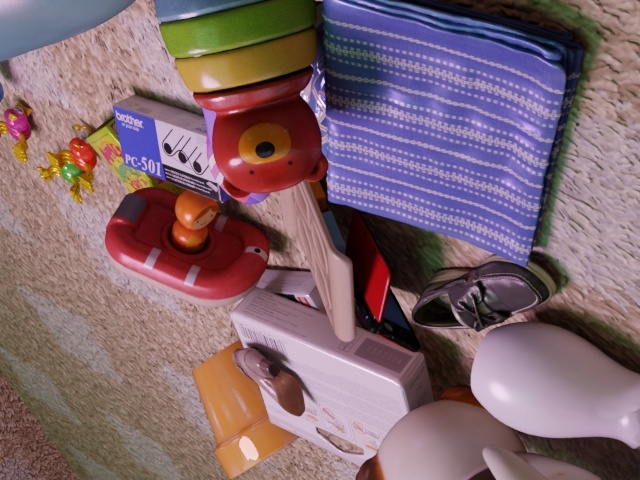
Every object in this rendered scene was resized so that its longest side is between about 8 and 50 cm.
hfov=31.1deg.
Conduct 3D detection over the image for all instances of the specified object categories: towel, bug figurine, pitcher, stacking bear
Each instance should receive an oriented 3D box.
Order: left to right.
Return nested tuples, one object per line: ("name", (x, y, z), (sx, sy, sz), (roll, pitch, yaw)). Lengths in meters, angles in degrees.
("bug figurine", (-0.458, -0.173, 1.870), (0.279, 0.072, 0.216), (36, 160, 4))
("stacking bear", (-0.072, -0.185, 1.099), (0.164, 0.175, 0.289), (-118, 15, -75))
("towel", (0.114, -0.105, 1.129), (0.243, 0.040, 0.336), (18, 147, 13))
("pitcher", (0.288, 0.176, 1.303), (0.207, 0.126, 0.178), (15, 161, 29))

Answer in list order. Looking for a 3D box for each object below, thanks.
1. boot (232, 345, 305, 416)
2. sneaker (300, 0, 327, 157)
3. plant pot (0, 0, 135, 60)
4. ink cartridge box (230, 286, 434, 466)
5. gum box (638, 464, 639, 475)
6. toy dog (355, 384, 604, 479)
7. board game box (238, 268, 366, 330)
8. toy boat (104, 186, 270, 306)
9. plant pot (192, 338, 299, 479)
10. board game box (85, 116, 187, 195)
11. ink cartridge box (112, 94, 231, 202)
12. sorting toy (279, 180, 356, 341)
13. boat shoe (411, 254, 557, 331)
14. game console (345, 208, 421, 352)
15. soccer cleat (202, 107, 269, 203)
("boot", (-0.077, 0.199, 1.652), (0.087, 0.042, 0.118), (11, 137, 50))
("sneaker", (0.021, -0.149, 1.215), (0.081, 0.080, 0.211), (30, 152, 31))
("plant pot", (-0.284, -0.337, 1.158), (0.235, 0.293, 0.293), (0, 132, 37))
("ink cartridge box", (0.028, 0.216, 1.650), (0.296, 0.066, 0.261), (20, 144, 32))
("gum box", (0.470, 0.333, 1.348), (0.184, 0.041, 0.157), (24, 149, 36))
("toy dog", (0.211, 0.351, 1.378), (0.395, 0.284, 0.408), (44, 174, -32))
("board game box", (0.010, 0.171, 1.737), (0.193, 0.053, 0.305), (1, 132, 50))
("toy boat", (-0.180, -0.013, 1.612), (0.231, 0.151, 0.151), (23, 137, 0))
("plant pot", (-0.114, 0.266, 1.926), (0.188, 0.205, 0.205), (57, 155, 6))
("board game box", (-0.266, -0.105, 1.732), (0.181, 0.043, 0.092), (50, 154, -15))
("ink cartridge box", (-0.197, -0.128, 1.570), (0.207, 0.046, 0.097), (21, 130, 38))
("sorting toy", (0.000, 0.000, 1.453), (0.193, 0.038, 0.208), (85, 162, -54))
("boat shoe", (0.183, 0.071, 1.324), (0.080, 0.073, 0.223), (48, 155, -14))
("game console", (0.082, 0.050, 1.428), (0.124, 0.085, 0.144), (28, -157, -33))
("soccer cleat", (-0.095, -0.128, 1.407), (0.095, 0.083, 0.248), (38, 152, 40))
